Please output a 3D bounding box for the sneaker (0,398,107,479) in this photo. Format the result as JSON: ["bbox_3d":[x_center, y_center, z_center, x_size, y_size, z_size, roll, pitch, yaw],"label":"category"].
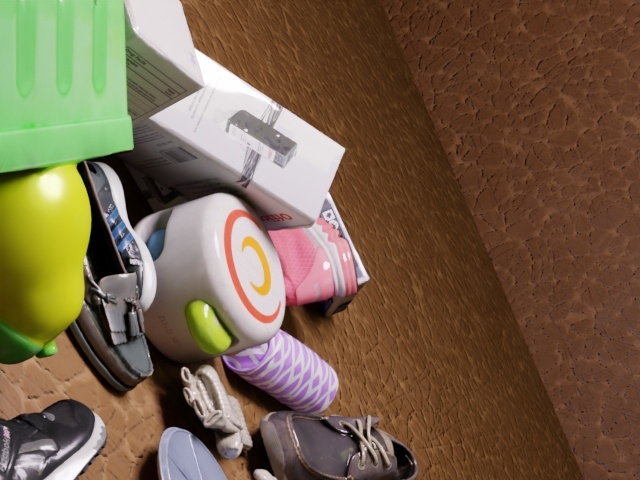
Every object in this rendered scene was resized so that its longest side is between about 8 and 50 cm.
[{"bbox_3d":[-0.277,0.182,1.241,0.124,0.107,0.283,53,18,-9],"label":"sneaker"}]

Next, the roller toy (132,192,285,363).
[{"bbox_3d":[-0.143,0.048,1.757,0.209,0.146,0.191,1,74,-68],"label":"roller toy"}]

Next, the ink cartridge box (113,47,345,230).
[{"bbox_3d":[-0.137,-0.124,1.802,0.273,0.197,0.114,33,71,-27],"label":"ink cartridge box"}]

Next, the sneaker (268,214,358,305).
[{"bbox_3d":[-0.066,-0.011,2.141,0.314,0.136,0.116,49,-26,48],"label":"sneaker"}]

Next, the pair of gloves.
[{"bbox_3d":[-0.090,0.259,1.696,0.240,0.042,0.204,67,5,26],"label":"pair of gloves"}]

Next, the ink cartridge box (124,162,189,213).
[{"bbox_3d":[-0.204,-0.093,1.942,0.180,0.060,0.104,59,18,-11],"label":"ink cartridge box"}]

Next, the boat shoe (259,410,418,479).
[{"bbox_3d":[0.031,0.279,1.928,0.355,0.130,0.132,33,33,-64],"label":"boat shoe"}]

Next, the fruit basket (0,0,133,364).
[{"bbox_3d":[-0.331,-0.083,1.345,0.392,0.283,0.392,17,90,-78],"label":"fruit basket"}]

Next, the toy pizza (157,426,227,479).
[{"bbox_3d":[-0.132,0.301,1.584,0.201,0.032,0.201,60,12,-20],"label":"toy pizza"}]

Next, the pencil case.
[{"bbox_3d":[-0.054,0.170,1.950,0.088,0.086,0.206,32,-7,37],"label":"pencil case"}]

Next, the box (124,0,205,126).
[{"bbox_3d":[-0.271,-0.196,1.602,0.148,0.232,0.127,36,32,-57],"label":"box"}]

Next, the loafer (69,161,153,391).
[{"bbox_3d":[-0.245,0.034,1.582,0.268,0.084,0.096,63,17,0],"label":"loafer"}]

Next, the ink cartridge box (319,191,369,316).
[{"bbox_3d":[0.000,0.000,2.270,0.208,0.045,0.206,65,-14,10],"label":"ink cartridge box"}]

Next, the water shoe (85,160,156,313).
[{"bbox_3d":[-0.257,0.000,1.664,0.080,0.073,0.203,4,53,-46],"label":"water shoe"}]
